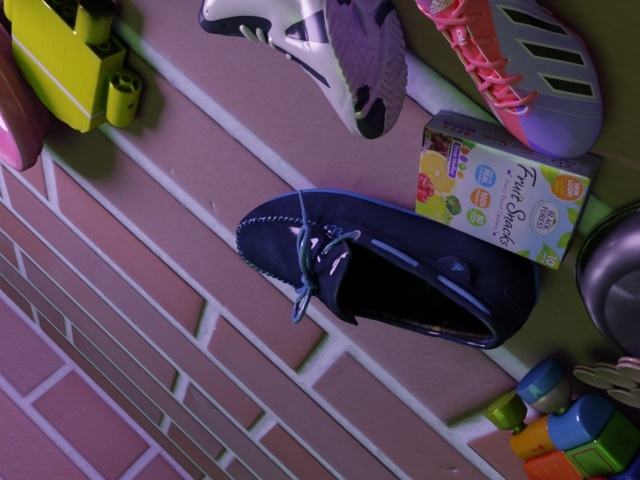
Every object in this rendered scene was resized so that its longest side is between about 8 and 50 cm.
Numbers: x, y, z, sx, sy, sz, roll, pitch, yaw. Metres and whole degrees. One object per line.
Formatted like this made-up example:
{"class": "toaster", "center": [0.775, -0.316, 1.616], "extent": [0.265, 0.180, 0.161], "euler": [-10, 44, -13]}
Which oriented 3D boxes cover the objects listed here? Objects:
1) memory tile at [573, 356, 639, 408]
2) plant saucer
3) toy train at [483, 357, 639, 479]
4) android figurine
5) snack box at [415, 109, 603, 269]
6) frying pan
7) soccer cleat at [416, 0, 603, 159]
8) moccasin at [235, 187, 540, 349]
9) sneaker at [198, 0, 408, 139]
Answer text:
{"class": "memory tile", "center": [0.298, 0.131, 0.485], "extent": [0.113, 0.012, 0.148], "euler": [29, 163, 5]}
{"class": "plant saucer", "center": [-0.561, -0.277, 0.939], "extent": [0.332, 0.084, 0.332], "euler": [36, 148, 27]}
{"class": "toy train", "center": [0.240, 0.234, 0.636], "extent": [0.143, 0.105, 0.248], "euler": [49, 147, 15]}
{"class": "android figurine", "center": [-0.353, -0.262, 0.788], "extent": [0.248, 0.056, 0.273], "euler": [45, 145, 1]}
{"class": "snack box", "center": [0.155, -0.045, 0.492], "extent": [0.141, 0.037, 0.100], "euler": [25, 141, 27]}
{"class": "frying pan", "center": [0.310, 0.017, 0.392], "extent": [0.197, 0.053, 0.326], "euler": [36, 147, 13]}
{"class": "soccer cleat", "center": [0.109, -0.151, 0.384], "extent": [0.083, 0.095, 0.248], "euler": [-15, 113, 51]}
{"class": "moccasin", "center": [0.039, 0.022, 0.580], "extent": [0.342, 0.117, 0.137], "euler": [6, 126, 32]}
{"class": "sneaker", "center": [-0.028, -0.188, 0.493], "extent": [0.153, 0.094, 0.234], "euler": [-8, 118, 51]}
